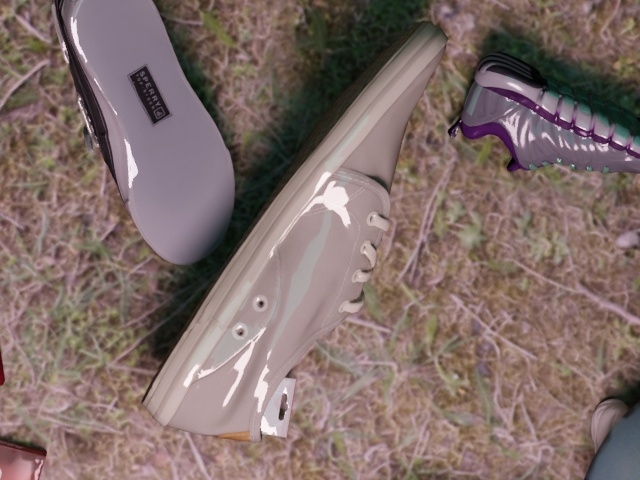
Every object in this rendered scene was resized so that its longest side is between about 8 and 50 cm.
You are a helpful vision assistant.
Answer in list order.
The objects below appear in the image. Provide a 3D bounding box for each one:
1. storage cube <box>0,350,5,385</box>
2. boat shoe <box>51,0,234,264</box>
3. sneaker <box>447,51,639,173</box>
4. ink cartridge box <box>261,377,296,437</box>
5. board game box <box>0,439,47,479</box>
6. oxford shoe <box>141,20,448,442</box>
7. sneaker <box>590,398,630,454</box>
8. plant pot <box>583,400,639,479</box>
[{"bbox_3d":[-0.394,0.058,1.584,0.184,0.193,0.215,-9,88,-5],"label":"storage cube"},{"bbox_3d":[-0.175,-0.119,1.647,0.113,0.105,0.306,-34,123,-13],"label":"boat shoe"},{"bbox_3d":[0.239,-0.097,1.719,0.224,0.083,0.098,26,113,-3],"label":"sneaker"},{"bbox_3d":[-0.085,0.153,1.721,0.115,0.029,0.062,9,94,-8],"label":"ink cartridge box"},{"bbox_3d":[-0.419,0.237,1.696,0.281,0.027,0.145,16,92,-7],"label":"board game box"},{"bbox_3d":[0.000,0.000,1.640,0.130,0.169,0.449,32,91,-3],"label":"oxford shoe"},{"bbox_3d":[0.296,0.238,1.754,0.054,0.061,0.152,-5,97,-7],"label":"sneaker"},{"bbox_3d":[0.414,0.288,1.668,0.290,0.195,0.290,-4,103,-19],"label":"plant pot"}]
